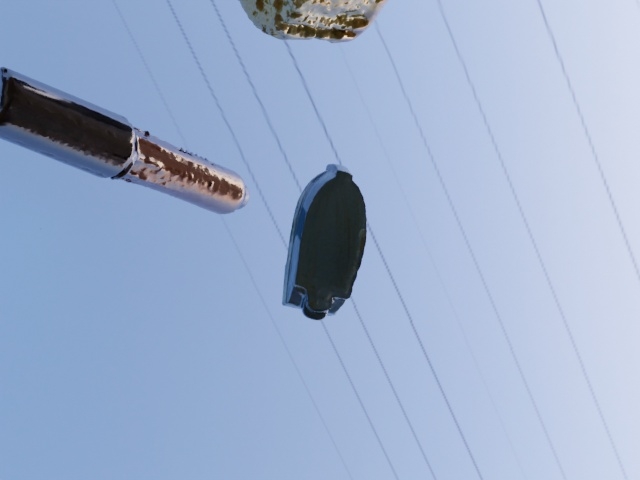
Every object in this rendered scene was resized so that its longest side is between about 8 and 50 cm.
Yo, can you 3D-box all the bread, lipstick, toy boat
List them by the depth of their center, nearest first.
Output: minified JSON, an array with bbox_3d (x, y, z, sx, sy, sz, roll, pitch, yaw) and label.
[{"bbox_3d":[-0.218,-0.099,0.762,0.418,0.077,0.077,20,-99,-62],"label":"lipstick"},{"bbox_3d":[0.000,0.000,0.796,0.088,0.102,0.215,15,-106,-15],"label":"toy boat"},{"bbox_3d":[0.002,-0.359,0.858,0.204,0.262,0.163,-11,-70,-34],"label":"bread"}]
